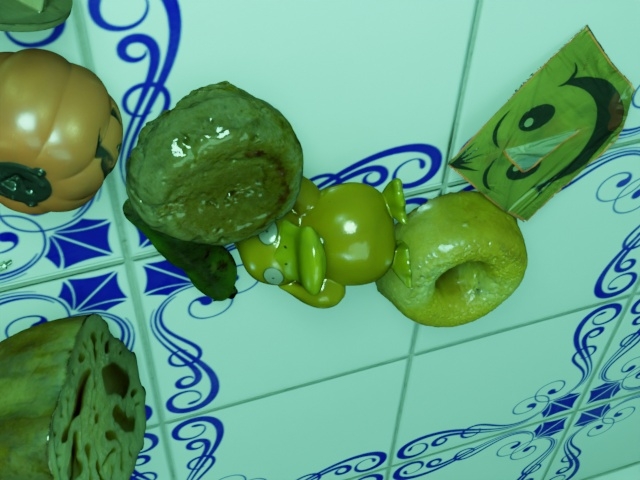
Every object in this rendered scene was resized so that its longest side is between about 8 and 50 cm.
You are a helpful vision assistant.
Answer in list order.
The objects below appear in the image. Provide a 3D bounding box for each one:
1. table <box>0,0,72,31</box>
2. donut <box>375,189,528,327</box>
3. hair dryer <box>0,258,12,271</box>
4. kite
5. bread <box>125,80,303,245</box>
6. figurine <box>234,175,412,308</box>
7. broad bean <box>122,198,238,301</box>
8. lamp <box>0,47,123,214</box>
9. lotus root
[{"bbox_3d":[-0.278,-0.323,0.836,0.167,0.167,0.226,2,128,-30],"label":"table"},{"bbox_3d":[0.223,0.044,1.591,0.278,0.108,0.277,-15,143,-12],"label":"donut"},{"bbox_3d":[-0.526,0.095,1.324,0.199,0.067,0.167,-20,156,-29],"label":"hair dryer"},{"bbox_3d":[0.333,-0.156,1.448,0.328,0.013,0.377,-17,140,-17],"label":"kite"},{"bbox_3d":[-0.132,-0.098,1.211,0.230,0.123,0.230,-13,141,-11],"label":"bread"},{"bbox_3d":[0.006,-0.003,1.368,0.228,0.215,0.215,-17,145,-28],"label":"figurine"},{"bbox_3d":[-0.182,0.015,1.378,0.077,0.061,0.339,-18,145,13],"label":"broad bean"},{"bbox_3d":[-0.311,-0.125,1.053,0.188,0.163,0.187,4,150,2],"label":"lamp"},{"bbox_3d":[-0.410,0.295,1.433,0.250,0.316,0.316,-12,146,13],"label":"lotus root"}]
